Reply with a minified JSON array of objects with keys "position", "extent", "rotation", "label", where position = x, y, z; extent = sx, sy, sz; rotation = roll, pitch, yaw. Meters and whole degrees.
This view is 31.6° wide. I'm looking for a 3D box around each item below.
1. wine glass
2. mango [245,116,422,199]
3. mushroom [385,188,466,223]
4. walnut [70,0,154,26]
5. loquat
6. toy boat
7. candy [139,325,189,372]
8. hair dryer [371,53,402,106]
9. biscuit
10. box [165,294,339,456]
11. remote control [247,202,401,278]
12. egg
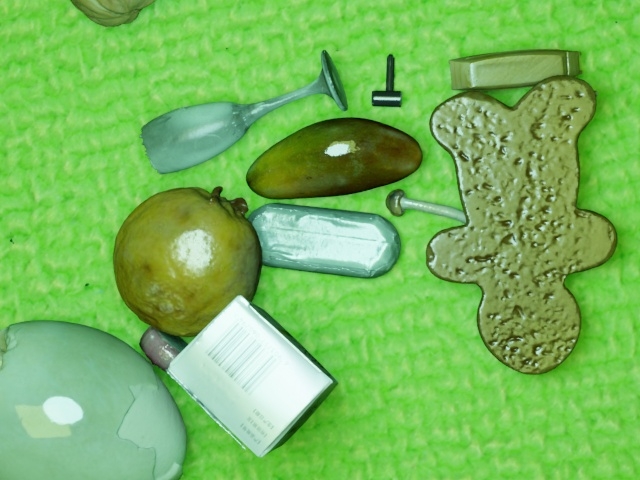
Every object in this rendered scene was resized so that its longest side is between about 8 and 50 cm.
[{"position":[-0.132,-0.258,1.769],"extent":[0.310,0.096,0.264],"rotation":[-19,56,12],"label":"wine glass"},{"position":[0.018,-0.124,1.701],"extent":[0.268,0.133,0.111],"rotation":[-10,75,4],"label":"mango"},{"position":[0.238,0.002,1.728],"extent":[0.306,0.043,0.068],"rotation":[31,111,4],"label":"mushroom"},{"position":[-0.331,-0.423,1.734],"extent":[0.155,0.155,0.184],"rotation":[-33,84,4],"label":"walnut"},{"position":[-0.197,0.034,1.684],"extent":[0.238,0.193,0.238],"rotation":[2,95,25],"label":"loquat"},{"position":[0.294,-0.259,1.705],"extent":[0.201,0.077,0.057],"rotation":[-5,101,2],"label":"toy boat"},{"position":[-0.231,0.172,1.736],"extent":[0.103,0.103,0.043],"rotation":[41,92,5],"label":"candy"},{"position":[0.104,-0.248,1.750],"extent":[0.047,0.026,0.083],"rotation":[3,86,5],"label":"hair dryer"},{"position":[0.292,-0.017,1.679],"extent":[0.283,0.064,0.432],"rotation":[-8,93,3],"label":"biscuit"},{"position":[-0.085,0.195,1.610],"extent":[0.173,0.333,0.145],"rotation":[44,86,7],"label":"box"},{"position":[0.000,0.000,1.743],"extent":[0.247,0.052,0.104],"rotation":[6,90,9],"label":"remote control"},{"position":[-0.354,0.268,1.661],"extent":[0.336,0.278,0.278],"rotation":[25,92,-18],"label":"egg"}]
